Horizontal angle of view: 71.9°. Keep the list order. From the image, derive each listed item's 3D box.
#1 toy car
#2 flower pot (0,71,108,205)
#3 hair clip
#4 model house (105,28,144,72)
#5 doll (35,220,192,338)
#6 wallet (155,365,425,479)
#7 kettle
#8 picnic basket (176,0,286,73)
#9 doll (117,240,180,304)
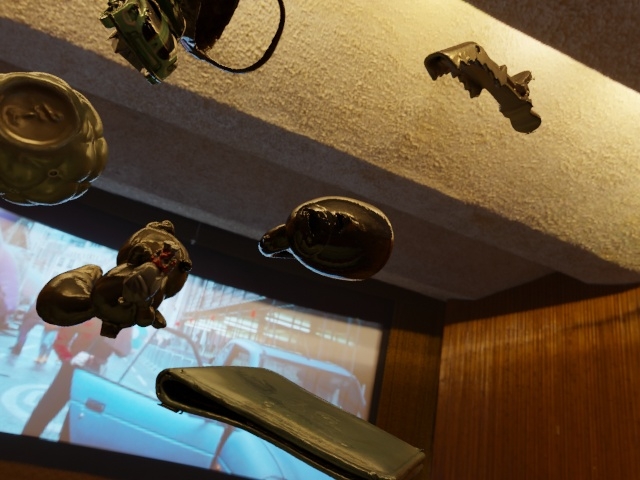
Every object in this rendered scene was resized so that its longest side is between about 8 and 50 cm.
[{"bbox_3d":[-0.324,-0.417,0.829,0.125,0.306,0.136,-32,-43,1],"label":"toy car"},{"bbox_3d":[-0.522,-0.184,0.808,0.246,0.246,0.195,23,-26,-24],"label":"flower pot"},{"bbox_3d":[0.169,-0.169,0.449,0.226,0.072,0.034,5,-12,-44],"label":"hair clip"},{"bbox_3d":[-0.597,-0.612,1.376,0.167,0.088,0.117,41,8,-49],"label":"model house"},{"bbox_3d":[-0.559,0.083,1.256,0.378,0.382,0.252,10,-64,-2],"label":"doll"},{"bbox_3d":[-0.024,0.226,0.547,0.290,0.054,0.251,18,-10,26],"label":"wallet"},{"bbox_3d":[0.000,0.000,1.063,0.268,0.208,0.290,-17,-13,29],"label":"kettle"},{"bbox_3d":[-0.249,-0.612,1.184,0.337,0.293,0.337,31,9,-6],"label":"picnic basket"},{"bbox_3d":[-0.388,0.077,1.005,0.094,0.180,0.079,32,-14,28],"label":"doll"}]
